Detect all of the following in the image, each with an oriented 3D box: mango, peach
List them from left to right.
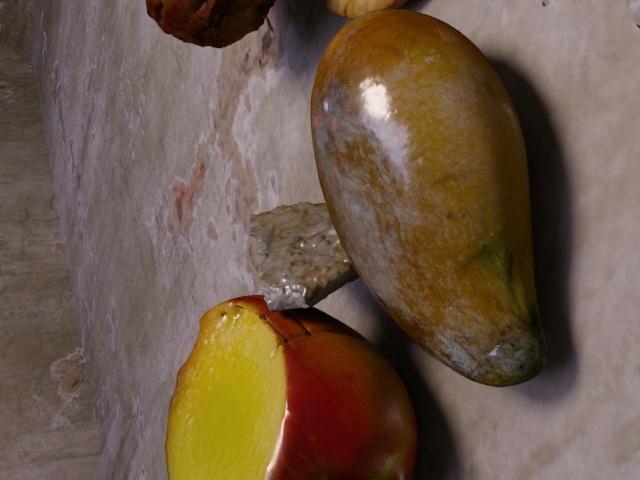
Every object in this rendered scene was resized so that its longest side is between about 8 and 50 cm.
[{"bbox_3d":[-0.037,0.189,0.790,0.275,0.248,0.245,47,176,44],"label":"peach"},{"bbox_3d":[0.090,-0.034,0.640,0.193,0.146,0.316,-36,74,60],"label":"mango"}]

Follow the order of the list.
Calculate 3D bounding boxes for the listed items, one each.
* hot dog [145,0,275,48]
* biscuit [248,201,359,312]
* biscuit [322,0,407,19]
[{"bbox_3d":[-0.091,-0.408,0.897,0.267,0.174,0.388,151,126,-69],"label":"hot dog"},{"bbox_3d":[0.001,0.002,0.812,0.290,0.141,0.038,-116,6,-72],"label":"biscuit"},{"bbox_3d":[0.059,-0.316,0.782,0.260,0.041,0.203,-32,67,60],"label":"biscuit"}]
